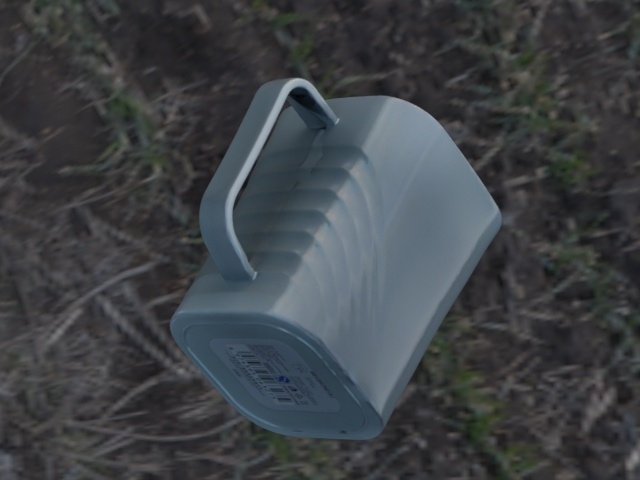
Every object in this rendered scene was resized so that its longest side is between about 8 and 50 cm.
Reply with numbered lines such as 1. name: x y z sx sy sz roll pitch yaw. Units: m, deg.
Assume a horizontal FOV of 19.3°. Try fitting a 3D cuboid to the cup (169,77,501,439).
1. cup: 0.000 0.000 0.814 0.128 0.095 0.129 53 52 -34
